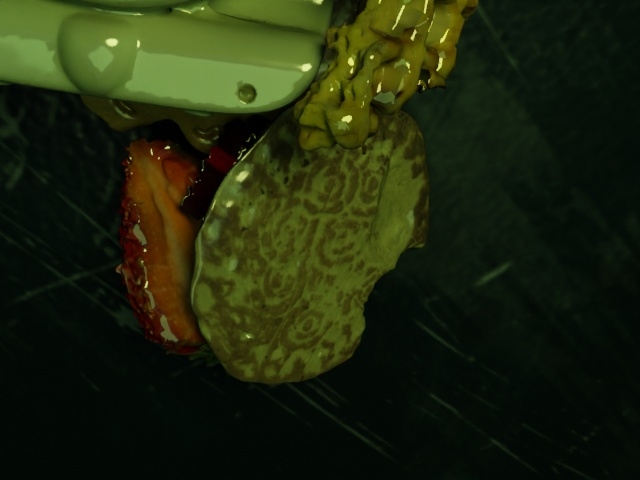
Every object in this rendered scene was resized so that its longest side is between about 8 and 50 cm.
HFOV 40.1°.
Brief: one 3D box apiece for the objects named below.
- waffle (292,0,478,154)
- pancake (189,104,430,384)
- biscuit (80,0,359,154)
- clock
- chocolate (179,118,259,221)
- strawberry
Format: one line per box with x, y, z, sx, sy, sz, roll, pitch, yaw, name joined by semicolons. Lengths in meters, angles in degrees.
0.052;-0.211;0.470;0.069;0.259;0.293;17;141;30;waffle
0.000;0.000;0.651;0.235;0.029;0.212;-49;133;-11;pancake
-0.052;-0.144;0.620;0.249;0.035;0.184;-1;123;-4;biscuit
-0.110;-0.243;0.491;0.265;0.108;0.324;8;113;-3;clock
-0.023;-0.014;0.674;0.182;0.028;0.086;40;78;-38;chocolate
-0.103;0.019;0.677;0.085;0.140;0.192;-4;154;45;strawberry
